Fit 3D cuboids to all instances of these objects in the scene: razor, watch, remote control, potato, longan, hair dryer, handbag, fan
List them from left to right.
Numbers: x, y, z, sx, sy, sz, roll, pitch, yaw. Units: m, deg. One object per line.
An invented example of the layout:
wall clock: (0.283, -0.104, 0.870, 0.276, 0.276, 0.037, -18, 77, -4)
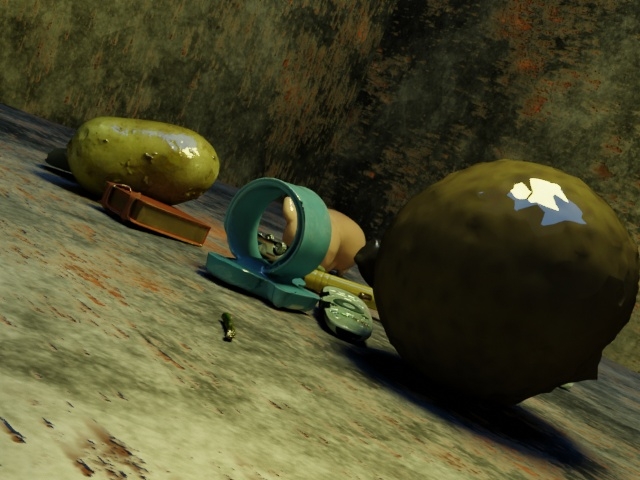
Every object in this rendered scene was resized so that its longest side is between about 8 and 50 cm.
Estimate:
fan: (-0.452, -0.158, 2.125, 0.310, 0.010, 0.182, 11, -16, -21)
potato: (-0.361, -0.156, 1.950, 0.307, 0.173, 0.210, 5, -25, 0)
handbag: (-0.318, -0.051, 1.831, 0.127, 0.063, 0.190, 27, 3, 40)
watch: (-0.069, 0.000, 1.605, 0.211, 0.193, 0.211, 20, 5, -2)
remote control: (0.039, 0.125, 1.628, 0.097, 0.045, 0.256, 21, 8, -3)
hair dryer: (0.101, 0.113, 1.900, 0.278, 0.090, 0.135, 18, 4, 12)
razor: (0.222, 0.107, 2.116, 0.204, 0.113, 0.349, 46, -8, -31)
longan: (0.275, 0.069, 1.438, 0.391, 0.391, 0.391, 23, 4, -2)

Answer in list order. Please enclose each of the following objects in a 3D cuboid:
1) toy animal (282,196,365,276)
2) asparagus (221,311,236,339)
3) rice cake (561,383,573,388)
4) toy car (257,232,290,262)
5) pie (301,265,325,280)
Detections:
toy animal: (0.010, 0.000, 2.269, 0.166, 0.154, 0.250, 35, 13, 30)
asparagus: (-0.116, 0.109, 1.215, 0.015, 0.014, 0.114, -12, 10, -8)
rice cake: (0.448, 0.260, 2.112, 0.189, 0.037, 0.198, 23, 5, -1)
toy car: (-0.109, 0.016, 2.099, 0.205, 0.056, 0.095, 22, 3, 39)
pie: (-0.033, 0.063, 1.956, 0.085, 0.017, 0.085, 9, -33, 6)
